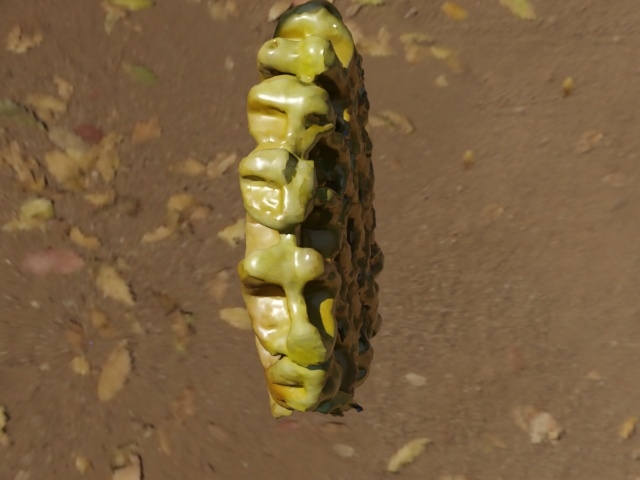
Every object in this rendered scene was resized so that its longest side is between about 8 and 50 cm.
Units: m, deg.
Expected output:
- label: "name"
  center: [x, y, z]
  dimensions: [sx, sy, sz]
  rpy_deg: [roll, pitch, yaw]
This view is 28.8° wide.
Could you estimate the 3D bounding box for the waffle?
- label: "waffle"
  center: [-0.001, 0.000, 0.673]
  dimensions: [0.056, 0.253, 0.249]
  rpy_deg: [-2, 119, 6]
